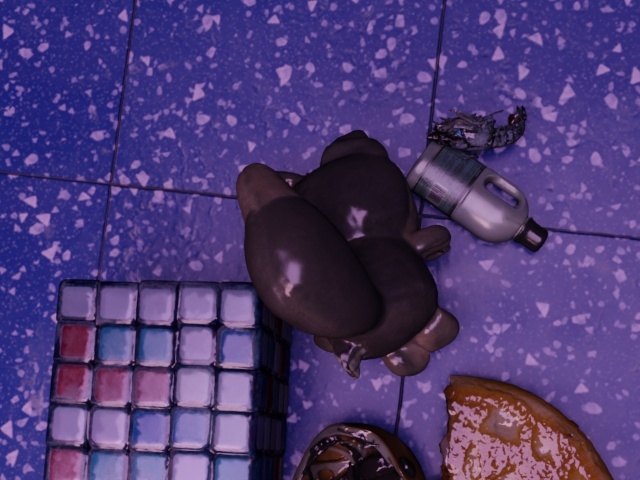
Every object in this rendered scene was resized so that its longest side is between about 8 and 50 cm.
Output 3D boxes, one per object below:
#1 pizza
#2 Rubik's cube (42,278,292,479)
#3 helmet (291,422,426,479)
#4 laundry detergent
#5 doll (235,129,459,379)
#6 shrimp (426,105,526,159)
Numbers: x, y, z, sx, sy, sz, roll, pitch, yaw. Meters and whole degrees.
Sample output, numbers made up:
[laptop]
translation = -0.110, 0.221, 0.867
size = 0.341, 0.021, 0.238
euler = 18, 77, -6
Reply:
[pizza]
translation = 0.289, 0.381, 1.524
size = 0.278, 0.114, 0.409
euler = -42, 80, 1
[Rubik's cube]
translation = -0.201, 0.215, 1.503
size = 0.292, 0.293, 0.287
euler = 1, 79, 8
[helmet]
translation = 0.076, 0.365, 1.534
size = 0.224, 0.130, 0.198
euler = 49, 117, 25
[laundry detergent]
translation = 0.242, -0.060, 1.592
size = 0.226, 0.070, 0.099
euler = 35, 73, 10
[doll]
translation = 0.028, -0.021, 1.467
size = 0.252, 0.378, 0.382
euler = -31, 59, 3
[shrimp]
translation = 0.240, -0.164, 1.567
size = 0.174, 0.082, 0.076
euler = -10, 56, -24
